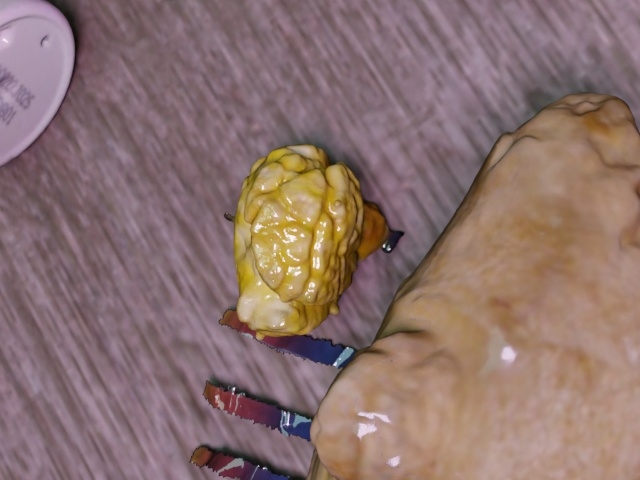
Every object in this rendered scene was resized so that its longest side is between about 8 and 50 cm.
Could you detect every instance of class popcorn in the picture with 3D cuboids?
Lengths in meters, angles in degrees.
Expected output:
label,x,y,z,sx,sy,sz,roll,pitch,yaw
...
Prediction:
label,x,y,z,sx,sy,sz,roll,pitch,yaw
popcorn,0.000,0.000,0.593,0.084,0.084,0.084,-1,86,23

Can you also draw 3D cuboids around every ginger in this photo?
label,x,y,z,sx,sy,sz,roll,pitch,yaw
ginger,0.063,0.121,0.501,0.126,0.190,0.354,17,105,39

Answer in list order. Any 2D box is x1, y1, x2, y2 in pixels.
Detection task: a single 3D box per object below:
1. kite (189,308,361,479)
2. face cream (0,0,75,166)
label,x,y,z,sx,sy,sz,roll,pitch,yaw
kite,0.054,0.100,0.589,0.245,0.015,0.141,16,91,22
face cream,-0.281,-0.159,0.700,0.345,0.102,0.102,33,100,21
